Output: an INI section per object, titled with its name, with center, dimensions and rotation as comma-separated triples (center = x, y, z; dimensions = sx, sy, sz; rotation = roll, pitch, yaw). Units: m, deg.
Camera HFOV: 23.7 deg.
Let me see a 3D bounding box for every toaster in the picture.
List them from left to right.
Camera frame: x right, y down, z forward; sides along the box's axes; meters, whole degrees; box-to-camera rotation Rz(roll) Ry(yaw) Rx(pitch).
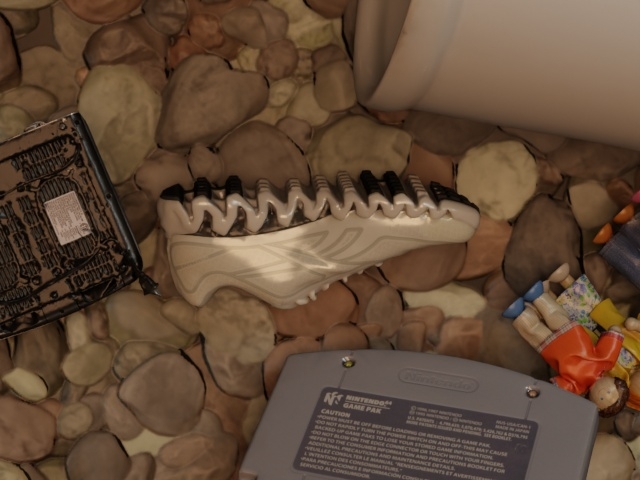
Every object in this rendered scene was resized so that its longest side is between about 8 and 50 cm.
[toaster]
center = -0.253, -0.007, 1.360
dimensions = 0.168, 0.110, 0.186
rotation = -23, 96, -2

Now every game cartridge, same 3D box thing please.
[game cartridge]
center = 0.088, 0.186, 1.347
dimensions = 0.294, 0.060, 0.196
rotation = 8, 50, 17

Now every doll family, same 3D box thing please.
[doll family]
center = 0.305, 0.060, 1.416
dimensions = 0.263, 0.118, 0.163
rotation = -43, 79, 4

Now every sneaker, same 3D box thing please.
[sneaker]
center = 0.000, 0.000, 1.395
dimensions = 0.292, 0.110, 0.118
rotation = -2, 103, 3

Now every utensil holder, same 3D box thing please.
[utensil holder]
center = 0.250, -0.238, 1.283
dimensions = 0.385, 0.327, 0.328
rotation = 10, 94, -7
